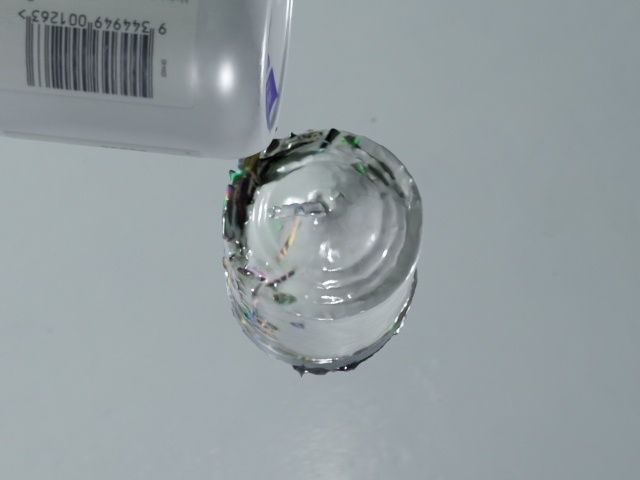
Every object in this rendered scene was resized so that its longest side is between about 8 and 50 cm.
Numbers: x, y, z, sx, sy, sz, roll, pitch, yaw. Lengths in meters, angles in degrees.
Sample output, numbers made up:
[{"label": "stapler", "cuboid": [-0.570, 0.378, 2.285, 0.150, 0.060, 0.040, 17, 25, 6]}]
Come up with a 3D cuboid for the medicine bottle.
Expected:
[{"label": "medicine bottle", "cuboid": [-0.126, -0.116, 0.784, 0.215, 0.135, 0.135, 7, 78, 3]}]

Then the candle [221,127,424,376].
[{"label": "candle", "cuboid": [0.000, 0.000, 1.396, 0.187, 0.330, 0.187, 0, 73, -1]}]
